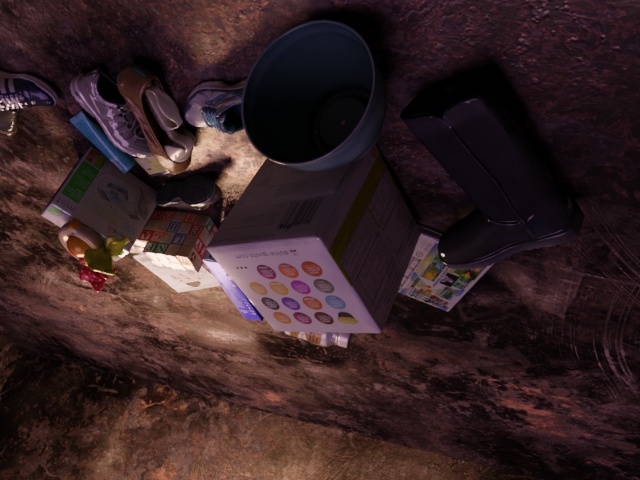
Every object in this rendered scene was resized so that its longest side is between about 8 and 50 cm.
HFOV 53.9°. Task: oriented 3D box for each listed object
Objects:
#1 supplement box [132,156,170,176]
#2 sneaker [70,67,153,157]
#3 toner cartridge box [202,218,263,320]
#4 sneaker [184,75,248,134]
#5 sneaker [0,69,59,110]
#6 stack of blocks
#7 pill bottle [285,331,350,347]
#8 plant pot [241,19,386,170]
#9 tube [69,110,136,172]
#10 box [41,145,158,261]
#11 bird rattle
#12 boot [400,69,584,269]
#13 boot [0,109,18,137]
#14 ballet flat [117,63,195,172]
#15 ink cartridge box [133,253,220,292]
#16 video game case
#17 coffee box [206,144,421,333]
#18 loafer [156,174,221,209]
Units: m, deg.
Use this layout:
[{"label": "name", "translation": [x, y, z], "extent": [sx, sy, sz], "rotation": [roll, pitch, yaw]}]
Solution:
[{"label": "supplement box", "translation": [-0.466, -0.233, 1.778], "extent": [0.083, 0.056, 0.083], "rotation": [-5, 139, 35]}, {"label": "sneaker", "translation": [-0.512, -0.322, 1.628], "extent": [0.115, 0.105, 0.281], "rotation": [-14, 133, 42]}, {"label": "toner cartridge box", "translation": [-0.251, 0.102, 2.053], "extent": [0.075, 0.165, 0.348], "rotation": [4, 144, 24]}, {"label": "sneaker", "translation": [-0.228, -0.305, 1.474], "extent": [0.283, 0.122, 0.110], "rotation": [-6, 139, 36]}, {"label": "sneaker", "translation": [-0.861, -0.380, 1.696], "extent": [0.282, 0.153, 0.099], "rotation": [16, 148, 7]}, {"label": "stack of blocks", "translation": [-0.501, -0.004, 2.032], "extent": [0.297, 0.171, 0.087], "rotation": [7, 145, 22]}, {"label": "pill bottle", "translation": [-0.001, 0.301, 2.233], "extent": [0.229, 0.131, 0.131], "rotation": [15, 147, 9]}, {"label": "plant pot", "translation": [0.014, -0.266, 1.287], "extent": [0.293, 0.293, 0.196], "rotation": [1, 169, 28]}, {"label": "tube", "translation": [-0.625, -0.282, 1.810], "extent": [0.080, 0.052, 0.207], "rotation": [-20, 125, 40]}, {"label": "box", "translation": [-0.662, -0.107, 1.915], "extent": [0.262, 0.231, 0.126], "rotation": [37, 144, -23]}, {"label": "bird rattle", "translation": [-0.664, 0.026, 1.829], "extent": [0.207, 0.143, 0.253], "rotation": [45, 150, -15]}, {"label": "boot", "translation": [0.316, -0.133, 1.394], "extent": [0.367, 0.146, 0.445], "rotation": [-21, 132, 37]}, {"label": "boot", "translation": [-0.976, -0.394, 1.831], "extent": [0.197, 0.077, 0.137], "rotation": [20, 146, -23]}, {"label": "ballet flat", "translation": [-0.387, -0.291, 1.592], "extent": [0.124, 0.116, 0.342], "rotation": [19, 146, 32]}, {"label": "ink cartridge box", "translation": [-0.504, 0.087, 2.273], "extent": [0.275, 0.060, 0.239], "rotation": [-11, 137, 39]}, {"label": "video game case", "translation": [0.298, 0.075, 1.820], "extent": [0.299, 0.036, 0.329], "rotation": [22, 147, -1]}, {"label": "coffee box", "translation": [0.000, 0.000, 1.568], "extent": [0.337, 0.338, 0.334], "rotation": [-5, 133, 36]}, {"label": "loafer", "translation": [-0.376, -0.134, 1.865], "extent": [0.267, 0.096, 0.084], "rotation": [0, 163, 40]}]
